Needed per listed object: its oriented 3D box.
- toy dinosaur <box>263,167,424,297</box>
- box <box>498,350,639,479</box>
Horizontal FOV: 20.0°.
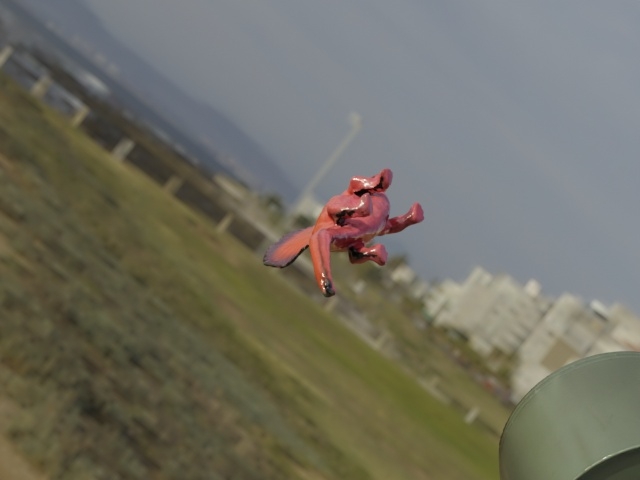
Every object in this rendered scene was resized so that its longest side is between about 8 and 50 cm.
[{"bbox_3d":[-0.005,0.000,1.653,0.070,0.139,0.286,69,26,-14],"label":"toy dinosaur"},{"bbox_3d":[0.295,0.237,1.739,0.226,0.226,0.149,38,18,-27],"label":"box"}]
